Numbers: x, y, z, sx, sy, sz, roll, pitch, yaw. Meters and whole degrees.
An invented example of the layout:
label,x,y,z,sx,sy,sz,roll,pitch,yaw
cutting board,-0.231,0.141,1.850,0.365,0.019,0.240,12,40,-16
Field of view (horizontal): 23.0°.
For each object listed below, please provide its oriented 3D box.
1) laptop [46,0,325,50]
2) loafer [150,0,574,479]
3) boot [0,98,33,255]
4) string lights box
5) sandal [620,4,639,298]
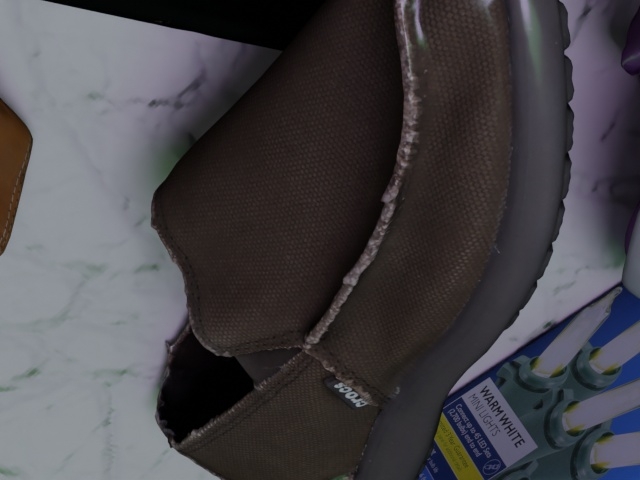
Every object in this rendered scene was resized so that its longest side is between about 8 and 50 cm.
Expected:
label,x,y,z,sx,sy,sz,roll,pitch,yaw
laptop,-0.016,-0.286,0.477,0.382,0.236,0.408,5,143,-46
loafer,0.000,0.000,0.607,0.130,0.134,0.366,5,137,-9
boot,-0.166,-0.084,0.567,0.220,0.109,0.283,37,76,-52
string lights box,0.146,0.101,0.751,0.259,0.133,0.077,-34,120,1
sandal,0.178,-0.129,0.612,0.169,0.102,0.416,-40,158,-26
